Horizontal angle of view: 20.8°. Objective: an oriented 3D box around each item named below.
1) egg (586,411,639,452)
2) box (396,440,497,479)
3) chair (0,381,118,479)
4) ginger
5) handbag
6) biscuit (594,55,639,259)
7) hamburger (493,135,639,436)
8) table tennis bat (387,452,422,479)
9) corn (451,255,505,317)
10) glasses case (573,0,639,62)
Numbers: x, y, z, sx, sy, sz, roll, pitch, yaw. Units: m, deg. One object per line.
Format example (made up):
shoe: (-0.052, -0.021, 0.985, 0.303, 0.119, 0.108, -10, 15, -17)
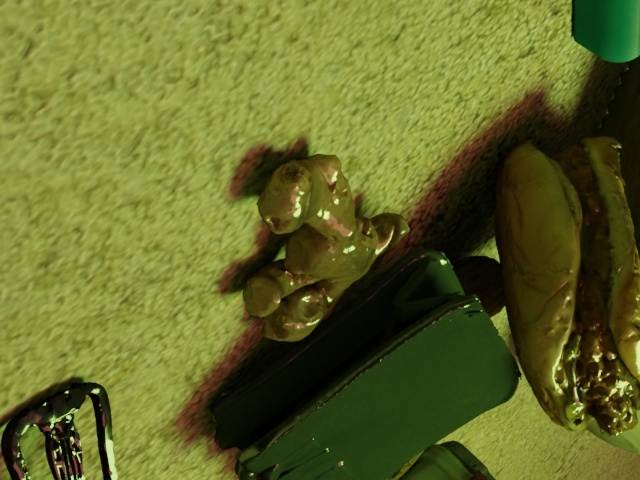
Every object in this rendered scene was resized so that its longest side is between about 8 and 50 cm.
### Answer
egg: (0.421, 0.084, 2.082, 0.283, 0.283, 0.345, -28, 133, -48)
box: (0.168, 0.357, 2.081, 0.129, 0.210, 0.148, -30, 151, -33)
chair: (-0.202, 0.217, 1.277, 0.106, 0.113, 0.229, -27, 109, -50)
ginger: (-0.009, 0.013, 1.374, 0.149, 0.065, 0.258, -51, 161, 0)
handbag: (0.043, 0.142, 1.560, 0.260, 0.079, 0.247, -36, 152, -2)
biscuit: (0.349, -0.080, 1.802, 0.044, 0.217, 0.325, 2, 130, -20)
hamburger: (0.248, 0.045, 1.692, 0.145, 0.283, 0.259, -14, 146, 5)
table tennis bat: (0.110, 0.232, 2.025, 0.155, 0.019, 0.100, -42, 155, -23)
corn: (0.119, 0.065, 1.713, 0.203, 0.072, 0.072, -23, 144, -51)
glasses case: (0.280, -0.275, 1.524, 0.117, 0.070, 0.301, -49, 157, -13)
